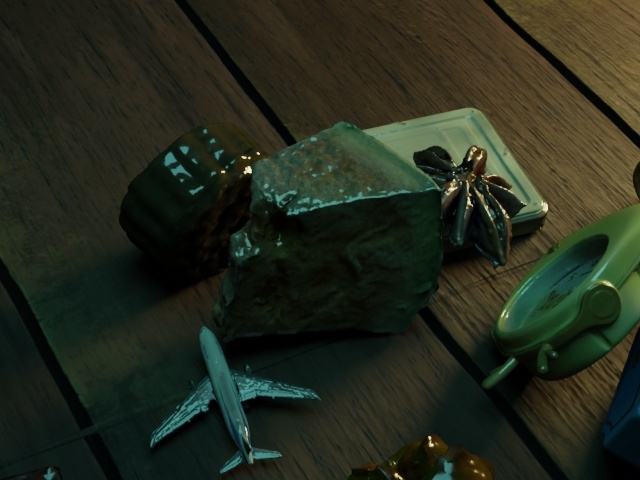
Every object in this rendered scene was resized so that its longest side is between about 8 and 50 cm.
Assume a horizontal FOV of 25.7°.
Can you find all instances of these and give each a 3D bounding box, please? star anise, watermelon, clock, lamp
[{"bbox_3d":[0.195,-0.055,2.008,0.229,0.093,0.236,-27,56,-33],"label":"star anise"},{"bbox_3d":[0.003,-0.009,1.873,0.302,0.264,0.151,-3,37,-16],"label":"watermelon"},{"bbox_3d":[0.331,0.091,1.846,0.096,0.235,0.308,48,56,-9],"label":"clock"},{"bbox_3d":[0.173,-0.089,2.131,0.269,0.047,0.266,-14,47,-16],"label":"lamp"}]

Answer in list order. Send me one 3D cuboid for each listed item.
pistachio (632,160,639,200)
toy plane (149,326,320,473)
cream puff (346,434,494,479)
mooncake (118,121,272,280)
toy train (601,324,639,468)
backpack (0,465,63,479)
[{"bbox_3d":[0.564,-0.094,2.103,0.206,0.131,0.129,-11,54,-21],"label":"pistachio"},{"bbox_3d":[-0.120,0.202,1.810,0.226,0.058,0.226,-14,44,-12],"label":"toy plane"},{"bbox_3d":[0.117,0.344,1.620,0.241,0.154,0.269,-2,51,2],"label":"cream puff"},{"bbox_3d":[-0.159,-0.050,1.955,0.228,0.228,0.124,-29,61,-28],"label":"mooncake"},{"bbox_3d":[0.486,0.147,1.755,0.188,0.265,0.300,29,48,3],"label":"toy train"},{"bbox_3d":[-0.328,0.339,1.624,0.120,0.105,0.165,-18,45,-26],"label":"backpack"}]
